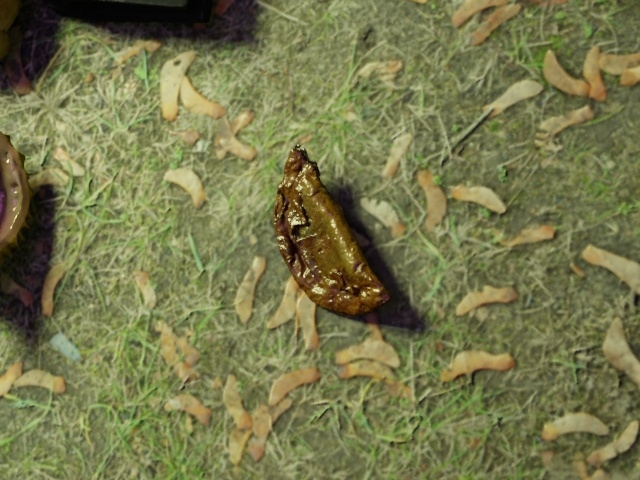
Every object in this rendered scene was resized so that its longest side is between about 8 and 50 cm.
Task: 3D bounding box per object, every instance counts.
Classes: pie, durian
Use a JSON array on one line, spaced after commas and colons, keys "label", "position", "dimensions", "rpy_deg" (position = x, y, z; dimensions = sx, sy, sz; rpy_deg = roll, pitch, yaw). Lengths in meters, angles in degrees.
[{"label": "pie", "position": [-0.001, 0.003, 1.397], "dimensions": [0.088, 0.033, 0.191], "rpy_deg": [-39, 68, 25]}, {"label": "durian", "position": [-0.391, -0.049, 1.500], "dimensions": [0.182, 0.132, 0.165], "rpy_deg": [44, 97, 5]}]

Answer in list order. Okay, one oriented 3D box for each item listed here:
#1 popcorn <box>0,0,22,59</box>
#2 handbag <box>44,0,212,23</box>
[{"label": "popcorn", "position": [-0.410, -0.285, 1.565], "dimensions": [0.194, 0.140, 0.163], "rpy_deg": [-48, 61, 7]}, {"label": "handbag", "position": [-0.188, -0.403, 1.521], "dimensions": [0.269, 0.118, 0.326], "rpy_deg": [6, 82, 21]}]
